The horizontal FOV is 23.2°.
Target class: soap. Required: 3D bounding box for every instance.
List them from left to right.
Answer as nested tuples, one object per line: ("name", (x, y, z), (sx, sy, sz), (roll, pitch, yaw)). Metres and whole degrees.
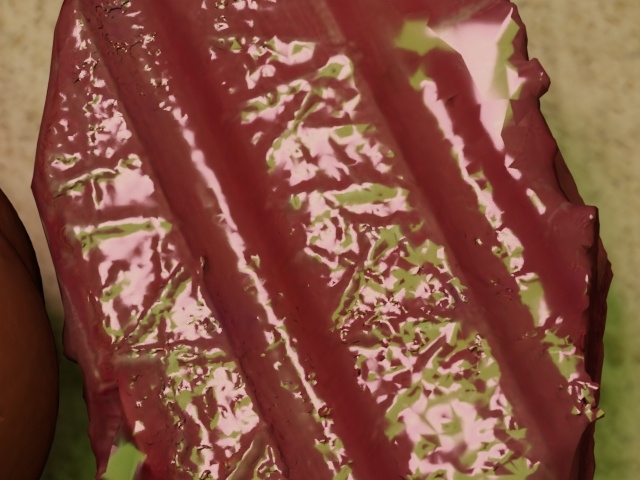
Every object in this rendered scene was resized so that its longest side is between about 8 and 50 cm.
("soap", (0.000, 0.000, 0.635), (0.220, 0.127, 0.325), (-23, 72, 0))

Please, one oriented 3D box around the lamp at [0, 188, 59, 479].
("lamp", (-0.242, 0.023, 0.564), (0.305, 0.305, 0.239), (19, 115, 12))
